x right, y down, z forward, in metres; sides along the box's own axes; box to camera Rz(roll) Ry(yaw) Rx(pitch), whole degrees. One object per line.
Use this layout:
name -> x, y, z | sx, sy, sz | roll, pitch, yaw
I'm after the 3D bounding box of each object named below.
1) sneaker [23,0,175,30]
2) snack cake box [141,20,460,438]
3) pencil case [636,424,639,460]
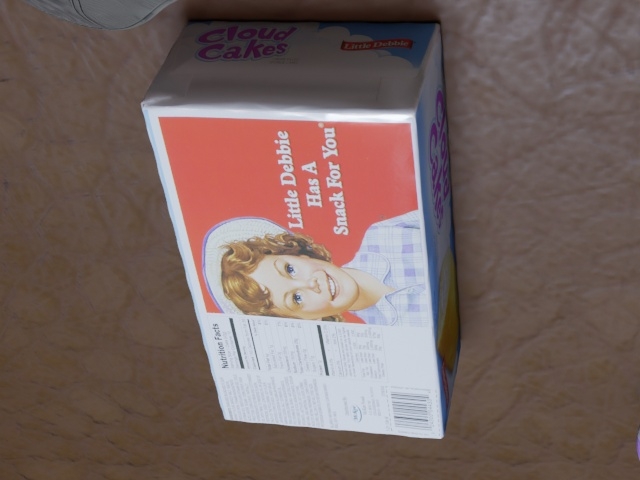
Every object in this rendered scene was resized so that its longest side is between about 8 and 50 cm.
sneaker -> -0.099, -0.181, 0.662 | 0.083, 0.118, 0.222 | 25, 166, -35
snack cake box -> 0.000, 0.000, 0.789 | 0.152, 0.089, 0.264 | 4, 133, 14
pencil case -> 0.298, 0.114, 0.816 | 0.206, 0.086, 0.088 | -36, 82, 39
